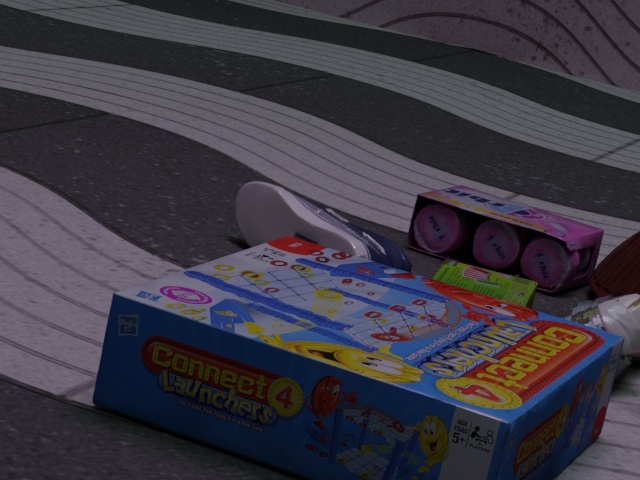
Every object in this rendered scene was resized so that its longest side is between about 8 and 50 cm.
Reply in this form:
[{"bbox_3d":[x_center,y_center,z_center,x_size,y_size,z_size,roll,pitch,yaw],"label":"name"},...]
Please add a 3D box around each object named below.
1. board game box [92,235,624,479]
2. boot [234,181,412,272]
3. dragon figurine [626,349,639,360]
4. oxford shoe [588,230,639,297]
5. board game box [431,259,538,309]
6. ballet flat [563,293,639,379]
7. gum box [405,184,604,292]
[{"bbox_3d":[0.039,0.096,1.379,0.302,0.086,0.308,16,14,20],"label":"board game box"},{"bbox_3d":[0.000,0.000,1.812,0.086,0.069,0.190,8,20,-46],"label":"boot"},{"bbox_3d":[0.412,0.121,1.594,0.289,0.144,0.085,-14,23,-18],"label":"dragon figurine"},{"bbox_3d":[0.378,0.068,1.813,0.130,0.123,0.348,48,-7,-17],"label":"oxford shoe"},{"bbox_3d":[0.141,0.065,1.686,0.092,0.043,0.181,14,13,10],"label":"board game box"},{"bbox_3d":[0.268,0.078,1.648,0.079,0.077,0.221,-29,-4,20],"label":"ballet flat"},{"bbox_3d":[0.202,-0.001,1.970,0.188,0.062,0.107,18,15,27],"label":"gum box"}]
